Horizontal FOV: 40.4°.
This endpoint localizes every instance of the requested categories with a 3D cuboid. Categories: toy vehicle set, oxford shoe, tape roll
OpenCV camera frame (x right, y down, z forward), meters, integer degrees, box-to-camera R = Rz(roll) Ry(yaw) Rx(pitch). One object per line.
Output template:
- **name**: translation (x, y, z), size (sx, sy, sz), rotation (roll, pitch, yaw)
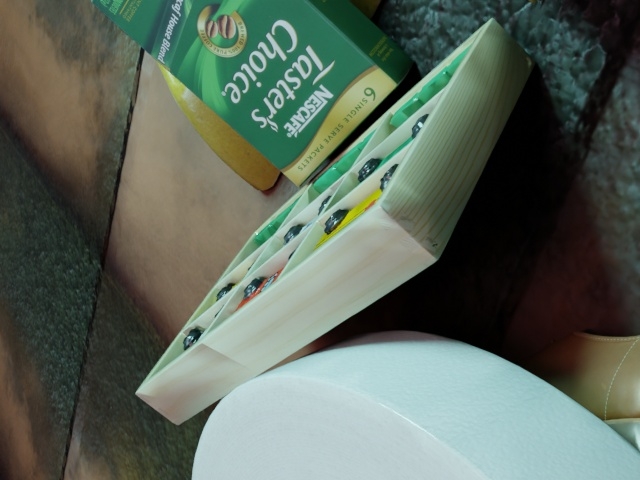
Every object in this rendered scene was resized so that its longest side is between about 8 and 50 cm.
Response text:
- **toy vehicle set**: translation (0.000, 0.000, 0.508), size (0.035, 0.166, 0.267), rotation (41, 138, -10)
- **oxford shoe**: translation (0.117, 0.086, 0.442), size (0.212, 0.076, 0.076), rotation (-21, 46, 54)
- **tape roll**: translation (0.064, 0.238, 0.439), size (0.392, 0.072, 0.392), rotation (28, 128, 44)

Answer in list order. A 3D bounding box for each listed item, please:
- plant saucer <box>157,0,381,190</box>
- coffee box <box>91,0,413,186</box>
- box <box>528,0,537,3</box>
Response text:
- **plant saucer**: translation (-0.070, -0.262, 0.636), size (0.333, 0.081, 0.333), rotation (-55, 51, 38)
- **coffee box**: translation (-0.044, -0.132, 0.552), size (0.184, 0.040, 0.113), rotation (42, 129, -8)
- **box**: translation (0.046, -0.225, 0.431), size (0.232, 0.058, 0.087), rotation (46, 104, 19)
